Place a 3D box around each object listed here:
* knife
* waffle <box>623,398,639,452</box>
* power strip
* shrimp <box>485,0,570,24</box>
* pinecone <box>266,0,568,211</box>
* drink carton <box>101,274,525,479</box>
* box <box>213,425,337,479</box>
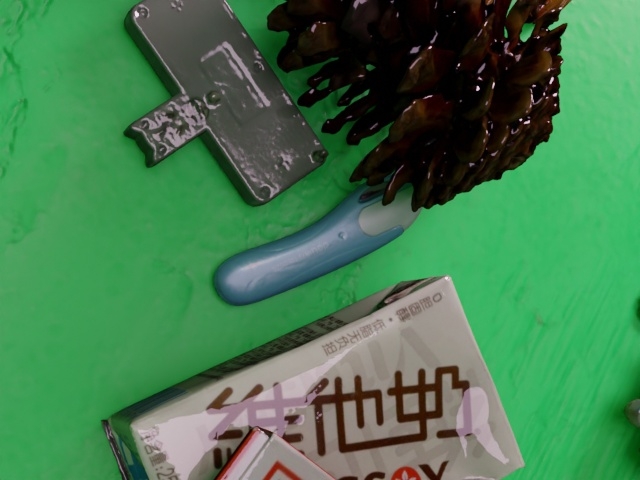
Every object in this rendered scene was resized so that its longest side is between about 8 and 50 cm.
[{"bbox_3d":[0.000,0.000,1.135,0.222,0.031,0.064,-26,98,-14],"label":"knife"},{"bbox_3d":[0.464,0.187,1.247,0.292,0.056,0.309,-41,102,-16],"label":"waffle"},{"bbox_3d":[-0.106,-0.124,1.094,0.145,0.061,0.215,-37,96,-18],"label":"power strip"},{"bbox_3d":[0.200,-0.274,1.202,0.150,0.068,0.248,33,85,-21],"label":"shrimp"},{"bbox_3d":[0.076,-0.165,1.066,0.292,0.246,0.246,39,75,8],"label":"pinecone"},{"bbox_3d":[-0.005,0.181,1.067,0.325,0.132,0.194,-24,94,-19],"label":"drink carton"},{"bbox_3d":[-0.005,0.257,0.966,0.229,0.050,0.123,41,76,-17],"label":"box"}]
